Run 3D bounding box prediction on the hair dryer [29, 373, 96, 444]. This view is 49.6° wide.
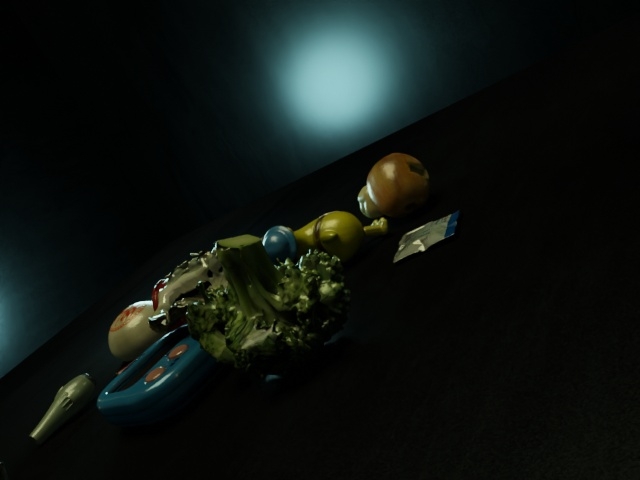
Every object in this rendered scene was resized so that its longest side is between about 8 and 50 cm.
[{"bbox_3d":[-0.794,0.526,2.067,0.267,0.092,0.229,-39,12,40],"label":"hair dryer"}]

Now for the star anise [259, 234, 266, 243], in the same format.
[{"bbox_3d":[-0.199,0.060,2.297,0.315,0.139,0.359,-18,2,22],"label":"star anise"}]

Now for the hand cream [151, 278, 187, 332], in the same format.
[{"bbox_3d":[-0.407,0.189,2.107,0.125,0.193,0.193,-25,14,17],"label":"hand cream"}]

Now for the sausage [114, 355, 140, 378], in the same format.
[{"bbox_3d":[-0.453,0.325,1.961,0.264,0.083,0.083,-38,14,-27],"label":"sausage"}]

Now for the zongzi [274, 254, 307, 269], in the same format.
[{"bbox_3d":[-0.045,0.067,1.967,0.204,0.094,0.205,-29,16,-21],"label":"zongzi"}]

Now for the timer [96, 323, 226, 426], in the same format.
[{"bbox_3d":[-0.366,0.320,1.698,0.309,0.115,0.340,-18,19,42],"label":"timer"}]

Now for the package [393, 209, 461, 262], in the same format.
[{"bbox_3d":[0.261,-0.013,1.690,0.173,0.027,0.171,-25,11,25],"label":"package"}]

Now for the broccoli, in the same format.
[{"bbox_3d":[-0.108,0.142,1.462,0.277,0.318,0.338,-27,52,-29],"label":"broccoli"}]

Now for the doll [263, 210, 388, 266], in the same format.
[{"bbox_3d":[0.000,0.000,1.894,0.362,0.145,0.199,-10,-5,-14],"label":"doll"}]

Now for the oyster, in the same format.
[{"bbox_3d":[-0.325,0.145,1.766,0.351,0.115,0.238,-34,27,30],"label":"oyster"}]

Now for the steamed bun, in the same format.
[{"bbox_3d":[-0.603,0.286,2.294,0.231,0.145,0.232,-30,13,7],"label":"steamed bun"}]

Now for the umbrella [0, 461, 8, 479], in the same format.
[{"bbox_3d":[-0.970,0.684,1.763,0.357,0.106,0.113,-33,17,-3],"label":"umbrella"}]

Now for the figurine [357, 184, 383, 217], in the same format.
[{"bbox_3d":[0.212,-0.134,2.130,0.196,0.108,0.114,-16,20,-12],"label":"figurine"}]

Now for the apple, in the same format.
[{"bbox_3d":[0.226,-0.154,1.970,0.199,0.199,0.199,-30,13,8],"label":"apple"}]
